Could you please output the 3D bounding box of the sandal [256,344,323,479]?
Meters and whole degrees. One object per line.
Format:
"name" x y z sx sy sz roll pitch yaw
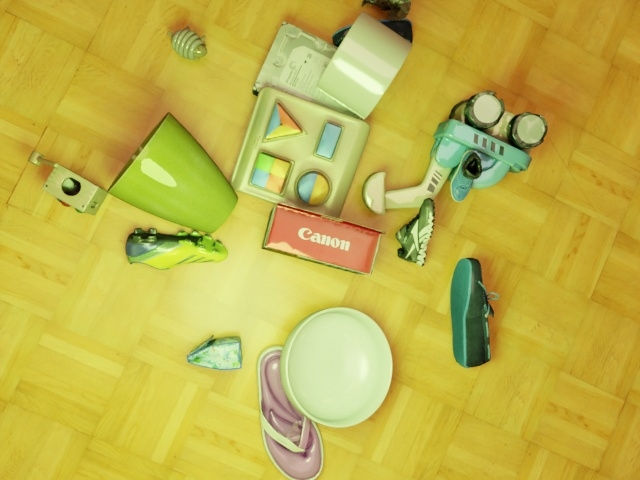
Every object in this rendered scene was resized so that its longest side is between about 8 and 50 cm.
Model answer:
"sandal" -0.102 0.518 1.692 0.169 0.102 0.416 -18 91 -8

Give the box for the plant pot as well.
"plant pot" -0.386 -0.156 1.618 0.293 0.275 0.275 38 83 -22

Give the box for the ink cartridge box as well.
"ink cartridge box" 0.000 0.000 1.640 0.309 0.272 0.130 15 86 -7

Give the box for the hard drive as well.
"hard drive" -0.008 -0.483 1.762 0.339 0.064 0.237 25 84 -6

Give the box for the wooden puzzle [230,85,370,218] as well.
"wooden puzzle" -0.058 -0.247 1.704 0.348 0.080 0.322 18 98 -8

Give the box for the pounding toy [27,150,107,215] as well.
"pounding toy" -0.715 -0.156 1.589 0.206 0.181 0.094 30 85 -6

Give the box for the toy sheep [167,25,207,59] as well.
"toy sheep" -0.391 -0.579 1.702 0.132 0.091 0.091 29 84 8

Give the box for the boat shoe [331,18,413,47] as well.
"boat shoe" 0.167 -0.618 1.770 0.258 0.109 0.089 -12 90 -6

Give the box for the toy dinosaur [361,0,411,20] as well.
"toy dinosaur" 0.224 -0.772 1.780 0.160 0.121 0.313 20 51 3

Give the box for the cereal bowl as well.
"cereal bowl" 0.031 0.360 1.678 0.339 0.141 0.339 4 82 -26

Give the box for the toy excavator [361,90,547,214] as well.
"toy excavator" 0.394 -0.228 1.752 0.433 0.222 0.445 23 94 -5

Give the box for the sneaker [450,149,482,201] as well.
"sneaker" 0.412 -0.176 1.639 0.058 0.084 0.152 16 108 -3

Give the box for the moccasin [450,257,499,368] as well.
"moccasin" 0.472 0.218 1.787 0.117 0.138 0.342 -3 102 -12

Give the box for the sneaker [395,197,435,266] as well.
"sneaker" 0.281 -0.025 1.739 0.106 0.078 0.234 9 126 3

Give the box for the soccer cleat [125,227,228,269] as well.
"soccer cleat" -0.417 0.037 1.687 0.289 0.093 0.121 7 117 -12

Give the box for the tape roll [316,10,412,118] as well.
"tape roll" 0.122 -0.489 1.626 0.169 0.246 0.246 31 84 -6

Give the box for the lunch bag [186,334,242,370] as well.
"lunch bag" -0.301 0.322 1.658 0.151 0.129 0.096 -6 88 -6
